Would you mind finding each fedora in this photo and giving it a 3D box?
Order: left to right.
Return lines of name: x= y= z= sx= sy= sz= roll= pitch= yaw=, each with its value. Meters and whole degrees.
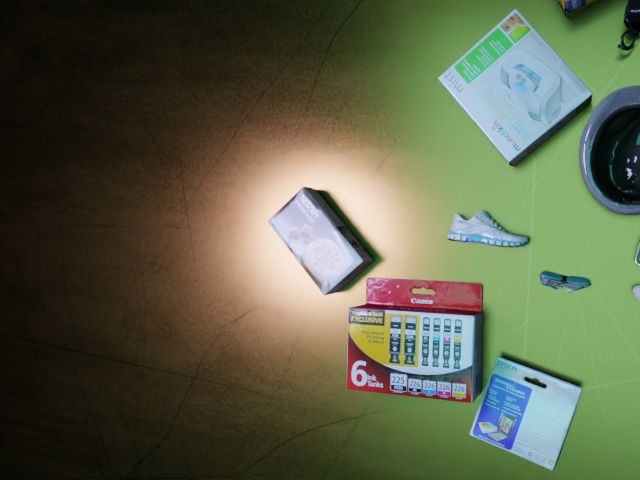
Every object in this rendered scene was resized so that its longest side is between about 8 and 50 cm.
fedora: x=0.692 y=-0.194 z=1.566 sx=0.243 sy=0.124 sz=0.276 roll=12 pitch=107 yaw=30

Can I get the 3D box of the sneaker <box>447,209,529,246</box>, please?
sneaker: x=0.398 y=-0.029 z=1.723 sx=0.190 sy=0.071 sz=0.083 roll=9 pitch=88 yaw=21

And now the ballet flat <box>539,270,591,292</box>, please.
ballet flat: x=0.563 y=0.099 z=1.678 sx=0.114 sy=0.041 sz=0.041 roll=11 pitch=94 yaw=21

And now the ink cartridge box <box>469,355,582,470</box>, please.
ink cartridge box: x=0.481 y=0.400 z=1.704 sx=0.206 sy=0.045 sz=0.208 roll=20 pitch=99 yaw=20

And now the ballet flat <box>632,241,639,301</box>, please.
ballet flat: x=0.745 y=0.069 z=1.574 sx=0.124 sy=0.116 sz=0.343 roll=4 pitch=92 yaw=42

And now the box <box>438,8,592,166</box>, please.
box: x=0.446 y=-0.345 z=1.672 sx=0.231 sy=0.126 sz=0.262 roll=-40 pitch=78 yaw=15

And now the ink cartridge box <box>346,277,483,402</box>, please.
ink cartridge box: x=0.228 y=0.232 z=1.758 sx=0.309 sy=0.130 sz=0.272 roll=1 pitch=90 yaw=22

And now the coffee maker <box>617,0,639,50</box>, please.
coffee maker: x=0.747 y=-0.477 z=1.526 sx=0.178 sy=0.120 sz=0.171 roll=28 pitch=117 yaw=51

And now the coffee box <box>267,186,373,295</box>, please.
coffee box: x=0.000 y=0.000 z=1.862 sx=0.141 sy=0.098 sz=0.247 roll=-41 pitch=77 yaw=17

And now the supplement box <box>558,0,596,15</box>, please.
supplement box: x=0.550 y=-0.716 z=1.589 sx=0.195 sy=0.194 sz=0.357 roll=-25 pitch=82 yaw=20
